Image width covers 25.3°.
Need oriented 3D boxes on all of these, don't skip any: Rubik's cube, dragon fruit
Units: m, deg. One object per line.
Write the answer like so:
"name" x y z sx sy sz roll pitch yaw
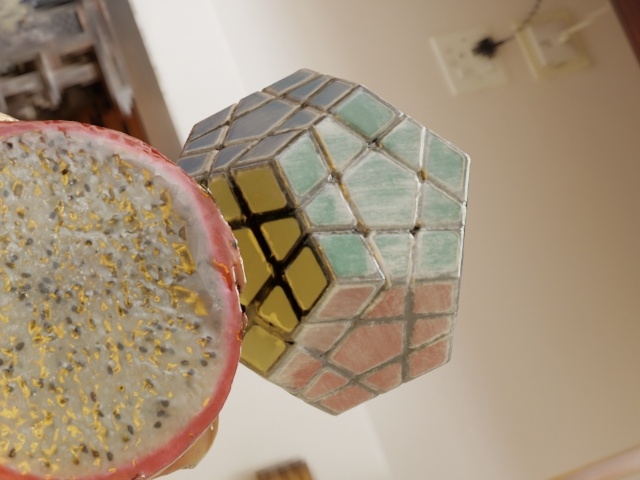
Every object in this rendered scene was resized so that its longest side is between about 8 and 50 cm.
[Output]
"Rubik's cube" 0.000 0.000 1.311 0.319 0.264 0.319 -23 -155 11
"dragon fruit" -0.218 0.072 1.055 0.305 0.305 0.226 -14 166 -24
